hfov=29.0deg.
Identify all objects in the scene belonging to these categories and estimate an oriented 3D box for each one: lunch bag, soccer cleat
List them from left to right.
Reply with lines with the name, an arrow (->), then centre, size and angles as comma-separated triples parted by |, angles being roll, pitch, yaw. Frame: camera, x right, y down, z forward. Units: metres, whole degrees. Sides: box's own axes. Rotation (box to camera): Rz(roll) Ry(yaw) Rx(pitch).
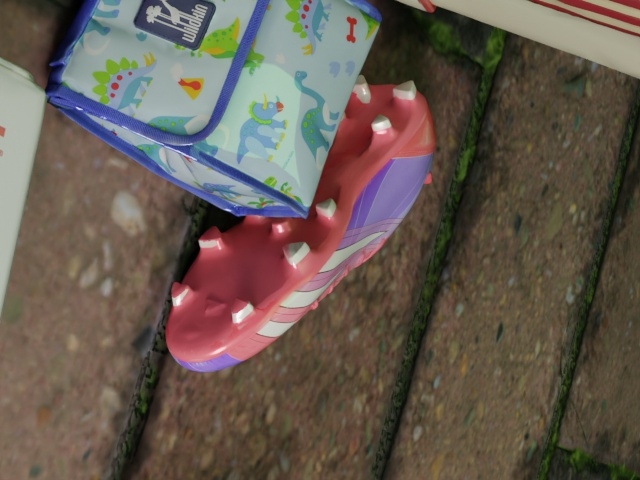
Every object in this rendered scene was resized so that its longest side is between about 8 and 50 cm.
lunch bag -> -0.058, -0.098, 0.658 | 0.151, 0.096, 0.129 | 29, 75, -30
soccer cleat -> 0.000, 0.000, 0.756 | 0.248, 0.083, 0.095 | -54, 138, -33

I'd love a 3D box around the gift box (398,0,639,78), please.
gift box -> 0.117, -0.266, 0.675 | 0.255, 0.258, 0.276 | -61, 153, -7

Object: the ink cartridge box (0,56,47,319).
ink cartridge box -> -0.225, 0.039, 0.426 | 0.197, 0.114, 0.273 | 28, 66, -49
